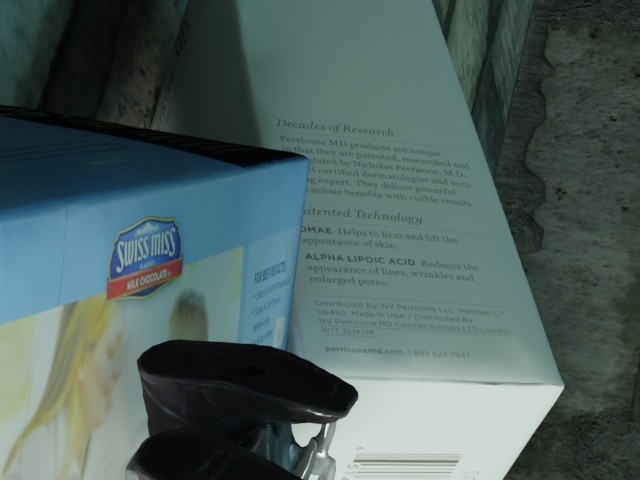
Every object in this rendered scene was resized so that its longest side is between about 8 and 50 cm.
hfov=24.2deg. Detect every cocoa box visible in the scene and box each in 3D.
[{"bbox_3d":[-0.167,0.066,0.625,0.347,0.228,0.231,-21,120,-73],"label":"cocoa box"}]

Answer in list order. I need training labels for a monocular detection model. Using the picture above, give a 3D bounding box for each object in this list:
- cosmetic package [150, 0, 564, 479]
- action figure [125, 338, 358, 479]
[{"bbox_3d":[0.000,0.000,0.947,0.217,0.156,0.385,113,-28,-42],"label":"cosmetic package"},{"bbox_3d":[-0.046,0.185,0.536,0.185,0.099,0.285,-60,162,-62],"label":"action figure"}]
